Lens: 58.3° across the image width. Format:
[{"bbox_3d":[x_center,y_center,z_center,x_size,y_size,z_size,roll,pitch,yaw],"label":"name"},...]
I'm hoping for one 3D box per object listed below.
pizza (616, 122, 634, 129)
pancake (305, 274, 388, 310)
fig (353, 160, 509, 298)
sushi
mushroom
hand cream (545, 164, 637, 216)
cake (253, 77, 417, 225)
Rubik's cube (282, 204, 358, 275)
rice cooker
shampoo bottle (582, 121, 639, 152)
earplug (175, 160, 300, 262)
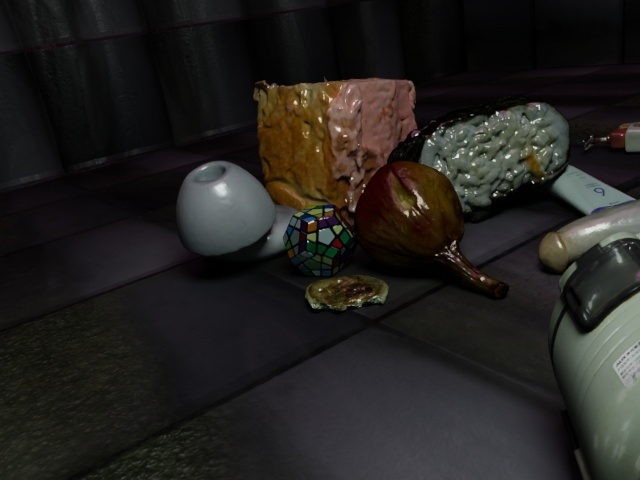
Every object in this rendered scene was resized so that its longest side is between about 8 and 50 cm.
[{"bbox_3d":[0.856,-0.295,1.522,0.185,0.036,0.176,-4,20,14],"label":"pizza"},{"bbox_3d":[0.040,0.080,0.902,0.130,0.022,0.116,-8,20,-8],"label":"pancake"},{"bbox_3d":[0.179,-0.030,0.911,0.191,0.190,0.290,-20,21,-27],"label":"fig"},{"bbox_3d":[0.317,-0.168,1.150,0.350,0.210,0.171,-24,16,-8],"label":"sushi"},{"bbox_3d":[0.464,-0.008,0.851,0.270,0.103,0.118,-13,12,23],"label":"mushroom"},{"bbox_3d":[0.520,-0.062,1.045,0.110,0.067,0.320,-11,27,-7],"label":"hand cream"},{"bbox_3d":[0.051,-0.214,1.303,0.293,0.314,0.307,11,19,39],"label":"cake"},{"bbox_3d":[0.000,0.000,1.006,0.112,0.133,0.133,35,40,22],"label":"Rubik's cube"},{"bbox_3d":[0.290,0.109,0.430,0.226,0.225,0.244,-5,24,14],"label":"rice cooker"},{"bbox_3d":[0.789,-0.247,1.378,0.284,0.071,0.153,-1,24,29],"label":"shampoo bottle"},{"bbox_3d":[-0.153,-0.043,1.111,0.214,0.174,0.325,-5,-9,16],"label":"earplug"}]
